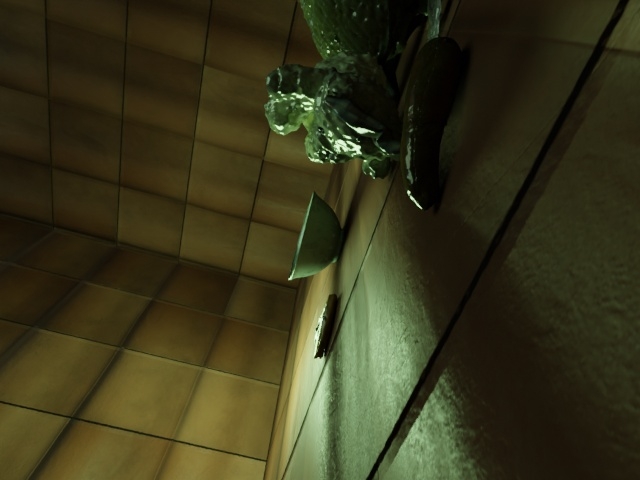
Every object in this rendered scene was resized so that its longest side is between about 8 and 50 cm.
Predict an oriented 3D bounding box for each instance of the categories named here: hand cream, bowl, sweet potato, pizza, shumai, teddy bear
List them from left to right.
[{"bbox_3d":[0.000,0.000,1.430,0.313,0.146,0.314,-165,90,-84],"label":"bowl"},{"bbox_3d":[0.010,0.238,1.224,0.176,0.036,0.185,-132,57,-85],"label":"pizza"},{"bbox_3d":[0.018,-0.218,0.862,0.375,0.327,0.363,-31,36,40],"label":"teddy bear"},{"bbox_3d":[0.141,-0.554,0.958,0.288,0.291,0.330,-45,-18,-24],"label":"shumai"},{"bbox_3d":[0.152,-0.175,0.590,0.075,0.075,0.274,120,164,-73],"label":"sweet potato"},{"bbox_3d":[0.240,-0.512,0.795,0.084,0.050,0.257,-103,25,-74],"label":"hand cream"}]

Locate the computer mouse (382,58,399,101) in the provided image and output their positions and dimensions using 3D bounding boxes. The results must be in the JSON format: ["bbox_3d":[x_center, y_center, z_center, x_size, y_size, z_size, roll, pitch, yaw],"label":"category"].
[{"bbox_3d":[0.111,-0.456,1.147,0.188,0.121,0.372,-39,51,47],"label":"computer mouse"}]

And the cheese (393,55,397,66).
[{"bbox_3d":[0.185,-0.616,1.416,0.384,0.104,0.385,-165,90,-84],"label":"cheese"}]
